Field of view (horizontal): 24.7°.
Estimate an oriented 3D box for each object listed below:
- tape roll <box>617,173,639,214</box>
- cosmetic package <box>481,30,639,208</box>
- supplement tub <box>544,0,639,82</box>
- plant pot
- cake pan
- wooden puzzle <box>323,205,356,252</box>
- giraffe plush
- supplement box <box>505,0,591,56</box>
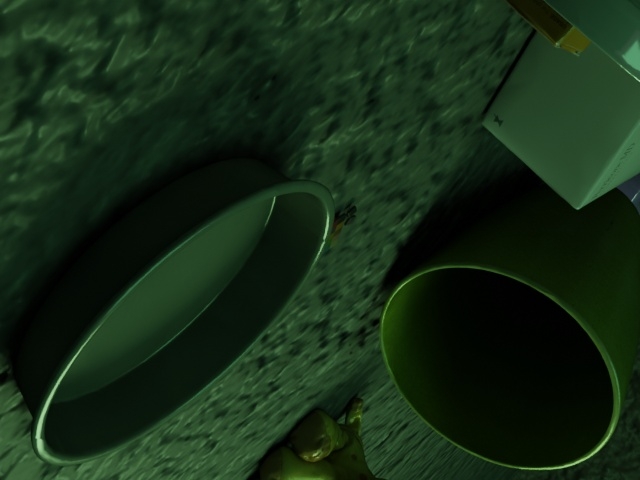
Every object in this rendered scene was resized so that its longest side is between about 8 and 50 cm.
[{"bbox_3d":[0.422,-0.114,1.865,0.189,0.080,0.189,-39,162,-16],"label":"tape roll"},{"bbox_3d":[0.306,-0.178,1.387,0.224,0.138,0.224,-25,153,-43],"label":"cosmetic package"},{"bbox_3d":[0.259,-0.272,0.914,0.331,0.241,0.241,-50,161,14],"label":"supplement tub"},{"bbox_3d":[0.254,0.058,1.642,0.293,0.274,0.275,-48,169,-43],"label":"plant pot"},{"bbox_3d":[-0.113,0.050,1.104,0.293,0.054,0.293,-40,161,-17],"label":"cake pan"},{"bbox_3d":[0.000,0.000,1.315,0.083,0.006,0.049,-35,159,-29],"label":"wooden puzzle"},{"bbox_3d":[0.031,0.315,1.799,0.210,0.170,0.181,-15,146,-56],"label":"giraffe plush"},{"bbox_3d":[0.250,-0.263,1.179,0.233,0.080,0.078,-52,160,16],"label":"supplement box"}]
